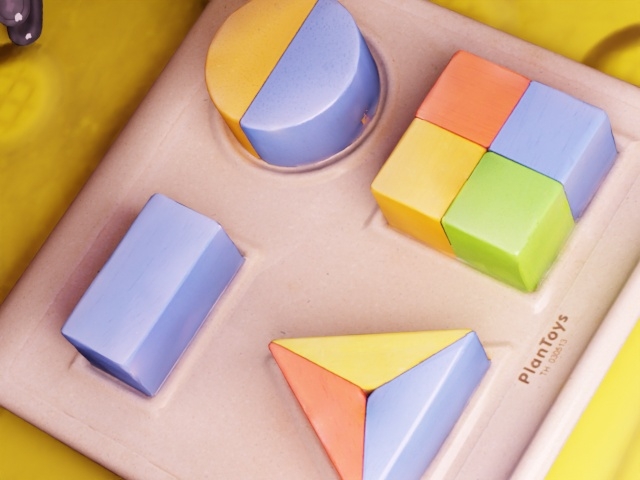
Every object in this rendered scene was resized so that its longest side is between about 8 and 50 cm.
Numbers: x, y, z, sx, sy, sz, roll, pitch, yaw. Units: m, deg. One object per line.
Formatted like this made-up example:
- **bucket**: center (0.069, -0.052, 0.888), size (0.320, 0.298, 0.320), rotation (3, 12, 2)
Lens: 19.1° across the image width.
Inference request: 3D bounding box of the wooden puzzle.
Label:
- **wooden puzzle**: center (0.000, 0.000, 1.019), size (0.348, 0.080, 0.322), rotation (25, 74, 30)

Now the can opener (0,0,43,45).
- **can opener**: center (-0.197, -0.212, 1.222), size (0.073, 0.059, 0.186), rotation (-11, 60, 15)
